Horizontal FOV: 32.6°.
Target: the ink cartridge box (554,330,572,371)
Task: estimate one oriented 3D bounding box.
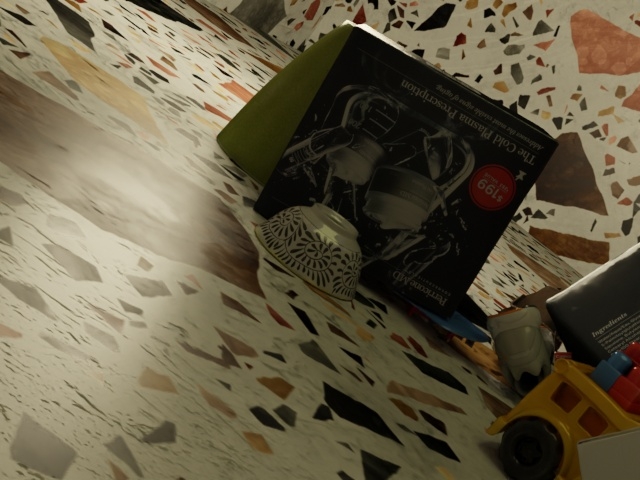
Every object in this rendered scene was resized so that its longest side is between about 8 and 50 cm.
[{"bbox_3d":[0.381,0.206,1.710,0.063,0.029,0.115,69,25,-53],"label":"ink cartridge box"}]

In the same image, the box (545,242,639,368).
[{"bbox_3d":[0.556,0.235,1.627,0.293,0.212,0.395,59,-3,-35],"label":"box"}]

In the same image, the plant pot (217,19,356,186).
[{"bbox_3d":[0.017,-0.219,1.885,0.275,0.293,0.275,35,12,-8],"label":"plant pot"}]

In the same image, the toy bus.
[{"bbox_3d":[0.343,0.233,1.277,0.220,0.211,0.149,46,14,33],"label":"toy bus"}]

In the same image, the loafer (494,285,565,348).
[{"bbox_3d":[0.411,0.136,2.026,0.134,0.130,0.366,39,12,11],"label":"loafer"}]

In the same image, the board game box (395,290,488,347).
[{"bbox_3d":[0.173,0.120,1.663,0.169,0.033,0.133,37,15,35],"label":"board game box"}]

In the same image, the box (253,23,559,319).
[{"bbox_3d":[0.128,-0.109,1.661,0.343,0.312,0.179,29,13,-2],"label":"box"}]

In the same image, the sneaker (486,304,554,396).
[{"bbox_3d":[0.315,0.191,1.694,0.262,0.099,0.121,42,36,-63],"label":"sneaker"}]

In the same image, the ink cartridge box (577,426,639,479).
[{"bbox_3d":[0.390,0.304,1.107,0.273,0.114,0.197,20,58,-42],"label":"ink cartridge box"}]

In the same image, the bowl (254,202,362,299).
[{"bbox_3d":[0.000,0.000,1.517,0.170,0.080,0.170,34,11,-8],"label":"bowl"}]
